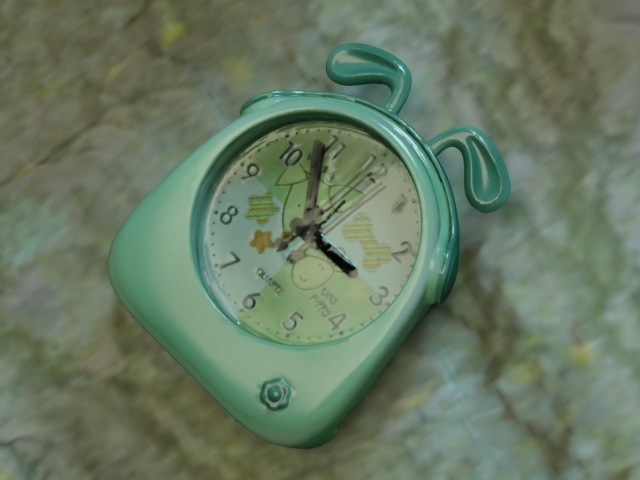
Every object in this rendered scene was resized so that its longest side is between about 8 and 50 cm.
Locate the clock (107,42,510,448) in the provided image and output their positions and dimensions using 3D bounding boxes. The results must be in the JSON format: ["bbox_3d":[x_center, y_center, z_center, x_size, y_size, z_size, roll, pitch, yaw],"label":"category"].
[{"bbox_3d":[0.000,0.000,0.916,0.188,0.060,0.148,-45,73,3],"label":"clock"}]
